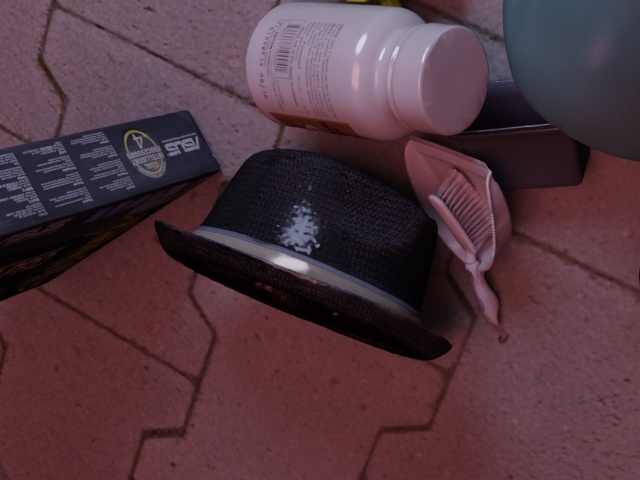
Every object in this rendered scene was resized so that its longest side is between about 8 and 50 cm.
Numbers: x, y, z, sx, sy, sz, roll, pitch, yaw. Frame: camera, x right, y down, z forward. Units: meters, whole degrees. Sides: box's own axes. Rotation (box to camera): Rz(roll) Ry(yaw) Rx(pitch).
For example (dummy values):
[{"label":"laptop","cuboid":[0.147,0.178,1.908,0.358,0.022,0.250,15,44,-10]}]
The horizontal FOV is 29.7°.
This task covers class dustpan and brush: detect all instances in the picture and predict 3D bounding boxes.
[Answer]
[{"label":"dustpan and brush","cuboid":[0.155,0.001,1.247,0.211,0.060,0.147,55,166,-31]}]

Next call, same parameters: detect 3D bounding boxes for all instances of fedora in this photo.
[{"label":"fedora","cuboid":[0.000,0.000,1.256,0.334,0.334,0.152,20,82,21]}]

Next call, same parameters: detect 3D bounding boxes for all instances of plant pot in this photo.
[{"label":"plant pot","cuboid":[0.288,-0.209,1.015,0.293,0.293,0.235,33,130,15]}]

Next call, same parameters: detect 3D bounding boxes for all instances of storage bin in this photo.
[{"label":"storage bin","cuboid":[0.203,-0.105,1.195,0.135,0.098,0.091,-2,131,27]}]

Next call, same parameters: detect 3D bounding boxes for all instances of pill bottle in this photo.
[{"label":"pill bottle","cuboid":[0.045,-0.166,1.190,0.229,0.131,0.131,14,111,44]}]

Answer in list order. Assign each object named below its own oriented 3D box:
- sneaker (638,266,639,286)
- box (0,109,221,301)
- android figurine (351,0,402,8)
[{"label":"sneaker","cuboid":[0.457,0.059,1.116,0.319,0.112,0.131,12,138,19]},{"label":"box","cuboid":[-0.337,-0.011,1.313,0.318,0.395,0.097,-33,86,29]},{"label":"android figurine","cuboid":[0.046,-0.356,1.216,0.248,0.056,0.273,-27,90,29]}]
